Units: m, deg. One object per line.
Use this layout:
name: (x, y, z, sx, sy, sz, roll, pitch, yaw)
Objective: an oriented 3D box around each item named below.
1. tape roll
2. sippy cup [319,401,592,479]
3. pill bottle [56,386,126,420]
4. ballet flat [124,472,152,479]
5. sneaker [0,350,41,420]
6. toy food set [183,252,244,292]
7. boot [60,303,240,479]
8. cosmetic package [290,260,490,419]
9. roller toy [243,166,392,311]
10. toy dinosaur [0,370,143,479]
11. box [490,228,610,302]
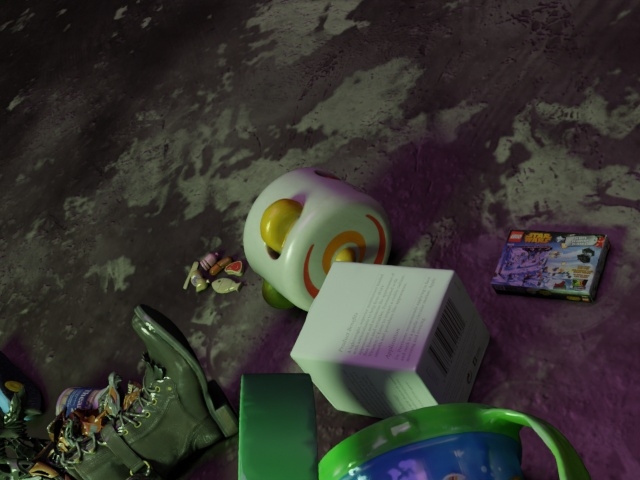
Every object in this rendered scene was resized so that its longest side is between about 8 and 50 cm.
tape roll: (-0.046, 0.301, 0.970, 0.077, 0.321, 0.321, 1, 47, -3)
sippy cup: (0.128, 0.321, 0.955, 0.240, 0.305, 0.224, -4, 52, -17)
pill bottle: (-0.342, 0.259, 1.422, 0.120, 0.067, 0.067, -5, 50, 31)
ballet flat: (-0.308, 0.505, 1.096, 0.182, 0.164, 0.482, -7, 50, 10)
sneaker: (-0.543, 0.259, 1.571, 0.209, 0.069, 0.082, 32, 106, 37)
toy food set: (-0.175, 0.051, 1.538, 0.122, 0.019, 0.078, -3, 51, 31)
boot: (-0.250, 0.240, 1.251, 0.229, 0.263, 0.091, -33, 24, -7)
cosmetic package: (0.093, 0.133, 1.187, 0.184, 0.151, 0.151, 4, 55, 36)
roller toy: (0.000, 0.000, 1.336, 0.191, 0.209, 0.146, -29, 39, -23)
toy dinosaur: (-0.382, 0.324, 1.318, 0.322, 0.218, 0.164, -58, 5, -20)
box: (0.306, 0.032, 1.231, 0.137, 0.027, 0.094, 5, 57, 36)
